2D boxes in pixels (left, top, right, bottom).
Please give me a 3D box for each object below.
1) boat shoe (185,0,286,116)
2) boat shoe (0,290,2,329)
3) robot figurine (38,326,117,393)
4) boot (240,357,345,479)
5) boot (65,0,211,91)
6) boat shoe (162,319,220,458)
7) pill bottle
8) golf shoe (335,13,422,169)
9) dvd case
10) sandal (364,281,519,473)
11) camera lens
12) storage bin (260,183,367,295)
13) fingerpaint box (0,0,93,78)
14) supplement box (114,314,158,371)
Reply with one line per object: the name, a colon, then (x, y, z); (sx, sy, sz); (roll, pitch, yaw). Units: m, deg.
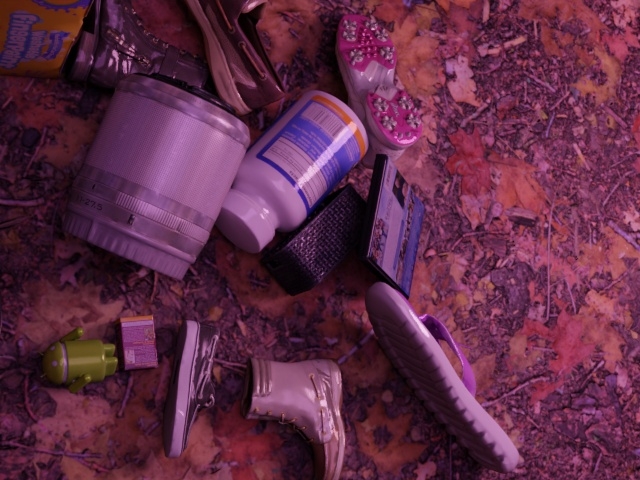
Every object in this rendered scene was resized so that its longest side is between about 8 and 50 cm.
boat shoe: (-0.142, -0.384, 1.791); (0.123, 0.123, 0.342); (-16, 89, 19)
boat shoe: (-0.529, 0.024, 1.588); (0.103, 0.092, 0.285); (-7, 82, -24)
robot figurine: (-0.370, 0.185, 1.638); (0.115, 0.067, 0.101); (-1, 53, -23)
boot: (-0.046, 0.295, 1.748); (0.165, 0.077, 0.213); (5, 73, -23)
boot: (-0.283, -0.324, 1.775); (0.229, 0.091, 0.263); (20, 77, -24)
boat shoe: (-0.199, 0.236, 1.694); (0.070, 0.078, 0.219); (14, 73, -19)
pill bottle: (-0.056, -0.110, 1.782); (0.152, 0.152, 0.272); (45, 67, -9)
golf shoe: (0.078, -0.262, 1.896); (0.115, 0.140, 0.306); (1, 57, -24)
dvd case: (0.122, -0.017, 1.813); (0.022, 0.253, 0.180); (5, 74, 22)
sandal: (0.214, 0.219, 1.830); (0.102, 0.169, 0.416); (-42, 109, -21)
camera lens: (-0.248, -0.102, 1.641); (0.219, 0.219, 0.274); (24, 86, -17)
storage bin: (0.000, 0.000, 1.799); (0.180, 0.122, 0.084); (-44, 97, -24)
fingerpaint box: (-0.418, -0.480, 1.542); (0.163, 0.445, 0.371); (3, 79, -21)
supplement box: (-0.289, 0.162, 1.689); (0.055, 0.043, 0.083); (-2, 80, -23)
